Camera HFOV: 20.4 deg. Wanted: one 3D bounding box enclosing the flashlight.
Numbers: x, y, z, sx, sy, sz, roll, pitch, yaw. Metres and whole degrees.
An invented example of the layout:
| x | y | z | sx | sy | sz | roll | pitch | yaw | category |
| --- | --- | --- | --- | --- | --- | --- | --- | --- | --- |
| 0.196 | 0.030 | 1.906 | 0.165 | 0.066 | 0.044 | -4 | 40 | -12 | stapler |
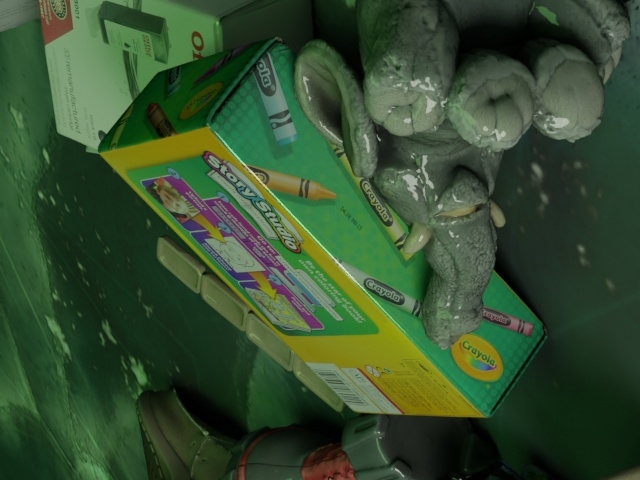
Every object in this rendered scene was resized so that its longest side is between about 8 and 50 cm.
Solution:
| x | y | z | sx | sy | sz | roll | pitch | yaw | category |
| --- | --- | --- | --- | --- | --- | --- | --- | --- | --- |
| 0.013 | 0.177 | 1.406 | 0.103 | 0.103 | 0.304 | 58 | 154 | 1 | flashlight |

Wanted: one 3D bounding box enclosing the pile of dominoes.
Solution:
| x | y | z | sx | sy | sz | roll | pitch | yaw | category |
| --- | --- | --- | --- | --- | --- | --- | --- | --- | --- |
| -0.045 | -0.005 | 1.448 | 0.251 | 0.040 | 0.196 | 38 | 139 | 29 | pile of dominoes |

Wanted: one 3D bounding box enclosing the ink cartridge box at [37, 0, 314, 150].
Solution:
| x | y | z | sx | sy | sz | roll | pitch | yaw | category |
| --- | --- | --- | --- | --- | --- | --- | --- | --- | --- |
| -0.108 | -0.132 | 1.328 | 0.218 | 0.092 | 0.158 | 22 | 129 | 38 | ink cartridge box |

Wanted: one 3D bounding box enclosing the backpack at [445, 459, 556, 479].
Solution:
| x | y | z | sx | sy | sz | roll | pitch | yaw | category |
| --- | --- | --- | --- | --- | --- | --- | --- | --- | --- |
| 0.144 | 0.217 | 1.228 | 0.114 | 0.084 | 0.105 | 46 | 147 | 39 | backpack |

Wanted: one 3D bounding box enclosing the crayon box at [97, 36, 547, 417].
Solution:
| x | y | z | sx | sy | sz | roll | pitch | yaw | category |
| --- | --- | --- | --- | --- | --- | --- | --- | --- | --- |
| 0.000 | 0.000 | 1.182 | 0.278 | 0.081 | 0.165 | 47 | 156 | -20 | crayon box |

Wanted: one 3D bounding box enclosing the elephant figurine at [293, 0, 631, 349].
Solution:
| x | y | z | sx | sy | sz | roll | pitch | yaw | category |
| --- | --- | --- | --- | --- | --- | --- | --- | --- | --- |
| 0.063 | -0.076 | 1.044 | 0.169 | 0.186 | 0.239 | 21 | 154 | -5 | elephant figurine |

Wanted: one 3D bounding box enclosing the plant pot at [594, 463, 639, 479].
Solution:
| x | y | z | sx | sy | sz | roll | pitch | yaw | category |
| --- | --- | --- | --- | --- | --- | --- | --- | --- | --- |
| 0.202 | 0.188 | 1.088 | 0.109 | 0.096 | 0.109 | 59 | 153 | 10 | plant pot |

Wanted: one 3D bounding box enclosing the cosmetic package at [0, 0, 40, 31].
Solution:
| x | y | z | sx | sy | sz | roll | pitch | yaw | category |
| --- | --- | --- | --- | --- | --- | --- | --- | --- | --- |
| -0.247 | -0.326 | 1.329 | 0.217 | 0.156 | 0.385 | 57 | 146 | 9 | cosmetic package |

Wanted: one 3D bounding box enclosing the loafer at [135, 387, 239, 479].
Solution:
| x | y | z | sx | sy | sz | roll | pitch | yaw | category |
| --- | --- | --- | --- | --- | --- | --- | --- | --- | --- |
| -0.105 | 0.222 | 1.672 | 0.268 | 0.092 | 0.102 | -127 | 27 | -56 | loafer |

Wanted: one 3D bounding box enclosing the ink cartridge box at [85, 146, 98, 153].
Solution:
| x | y | z | sx | sy | sz | roll | pitch | yaw | category |
| --- | --- | --- | --- | --- | --- | --- | --- | --- | --- |
| -0.164 | -0.101 | 1.535 | 0.115 | 0.029 | 0.063 | 13 | 98 | 56 | ink cartridge box |
